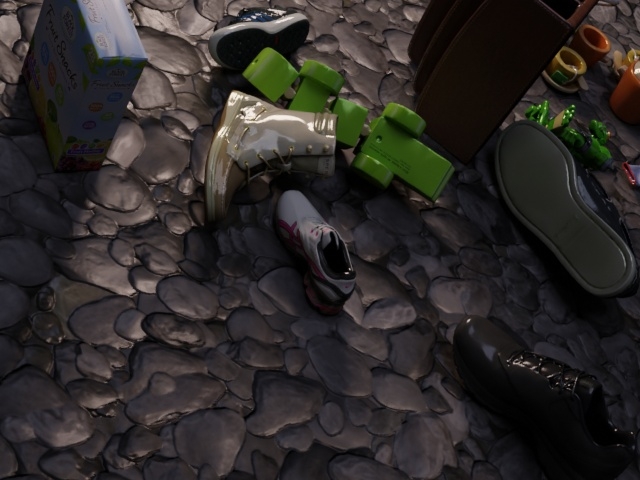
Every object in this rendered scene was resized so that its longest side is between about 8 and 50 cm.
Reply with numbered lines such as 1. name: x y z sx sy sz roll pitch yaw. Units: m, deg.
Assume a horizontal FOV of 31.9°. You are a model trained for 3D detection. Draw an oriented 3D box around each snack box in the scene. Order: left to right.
1. snack box: -0.297 -0.216 1.381 0.070 0.207 0.175 -5 56 -34

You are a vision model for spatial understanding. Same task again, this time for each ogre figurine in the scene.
1. ogre figurine: 0.412 -0.166 1.842 0.118 0.197 0.097 35 79 -20

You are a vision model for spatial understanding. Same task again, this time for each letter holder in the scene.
1. letter holder: 0.245 -0.309 1.721 0.214 0.302 0.152 39 44 4

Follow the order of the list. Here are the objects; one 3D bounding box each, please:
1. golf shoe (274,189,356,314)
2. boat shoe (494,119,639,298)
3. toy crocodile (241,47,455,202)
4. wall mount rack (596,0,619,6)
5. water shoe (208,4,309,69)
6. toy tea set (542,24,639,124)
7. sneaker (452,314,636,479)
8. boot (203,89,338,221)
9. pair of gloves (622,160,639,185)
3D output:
1. golf shoe: 0.000 0.000 1.467 0.067 0.086 0.186 -7 57 -33
2. boat shoe: 0.387 -0.044 1.724 0.113 0.127 0.340 25 25 -51
3. toy crocodile: 0.039 -0.165 1.625 0.340 0.105 0.115 28 86 -9
4. wall mount rack: 0.383 -0.525 2.092 0.349 0.131 0.304 10 10 -6
5. water shoe: -0.107 -0.309 1.690 0.080 0.073 0.203 33 35 30
6. toy tea set: 0.509 -0.347 2.042 0.336 0.124 0.200 21 46 -14
7. sneaker: 0.295 0.194 1.449 0.286 0.130 0.109 45 46 11
8. boot: -0.063 -0.103 1.484 0.165 0.077 0.213 12 52 1
9. pair of gloves: 0.603 -0.075 1.943 0.159 0.023 0.198 0 55 -33
